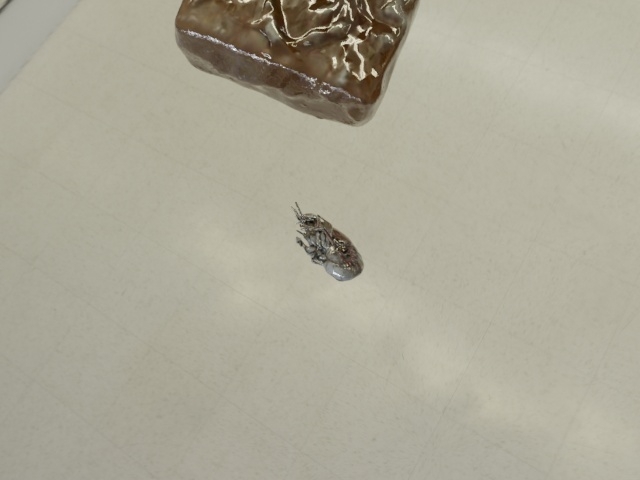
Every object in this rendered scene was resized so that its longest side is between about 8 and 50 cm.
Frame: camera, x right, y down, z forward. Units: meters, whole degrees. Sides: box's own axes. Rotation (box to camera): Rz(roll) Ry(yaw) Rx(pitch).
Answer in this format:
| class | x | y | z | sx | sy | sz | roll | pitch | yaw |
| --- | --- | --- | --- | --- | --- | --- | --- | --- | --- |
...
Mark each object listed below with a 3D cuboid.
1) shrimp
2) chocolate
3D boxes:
| class | x | y | z | sx | sy | sz | roll | pitch | yaw |
| --- | --- | --- | --- | --- | --- | --- | --- | --- | --- |
| shrimp | 0.000 | 0.000 | 0.733 | 0.065 | 0.057 | 0.165 | -12 | 37 | -41 |
| chocolate | -0.027 | -0.207 | 0.494 | 0.214 | 0.093 | 0.148 | 22 | 85 | 2 |
